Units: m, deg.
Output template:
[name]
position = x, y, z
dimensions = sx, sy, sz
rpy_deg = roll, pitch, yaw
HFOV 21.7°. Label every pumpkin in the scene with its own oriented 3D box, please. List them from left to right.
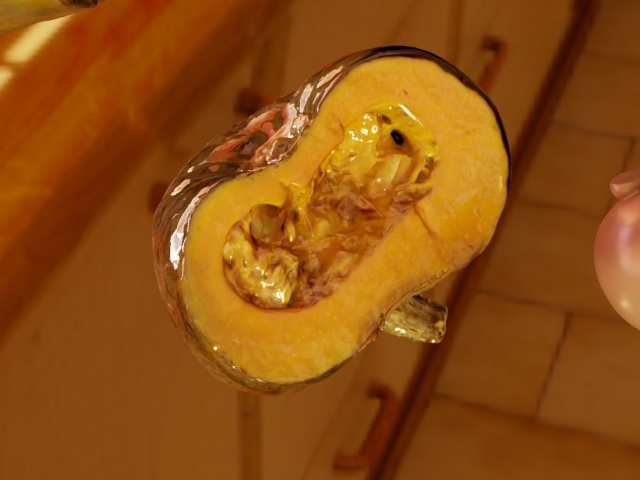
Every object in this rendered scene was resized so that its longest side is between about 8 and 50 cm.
[pumpkin]
position = 0.000, 0.000, 1.395
dimensions = 0.325, 0.242, 0.232
rpy_deg = -38, 7, -21

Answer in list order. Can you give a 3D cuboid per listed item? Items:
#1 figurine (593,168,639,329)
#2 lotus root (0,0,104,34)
[figurine]
position = 0.265, 0.014, 1.235
dimensions = 0.125, 0.138, 0.125
rpy_deg = -21, 14, 5
[lotus root]
position = -0.227, -0.330, 1.138
dimensions = 0.111, 0.375, 0.390
rpy_deg = -7, 53, 9
